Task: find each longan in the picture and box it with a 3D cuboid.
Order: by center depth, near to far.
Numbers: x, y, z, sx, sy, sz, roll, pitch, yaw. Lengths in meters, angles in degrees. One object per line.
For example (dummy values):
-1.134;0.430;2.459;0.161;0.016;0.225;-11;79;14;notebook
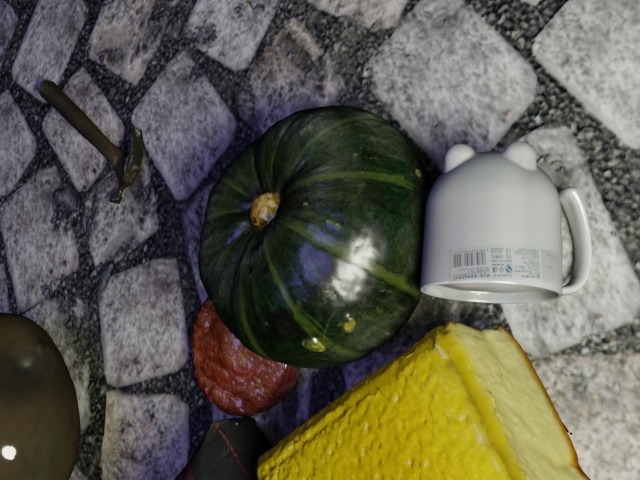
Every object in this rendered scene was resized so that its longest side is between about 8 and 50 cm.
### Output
-0.498;0.270;1.209;0.288;0.288;0.350;-35;57;28;longan

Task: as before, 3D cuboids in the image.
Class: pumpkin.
0.000;0.000;0.922;0.300;0.207;0.300;-21;53;31;pumpkin

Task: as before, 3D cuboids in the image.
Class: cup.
0.188;-0.016;0.798;0.173;0.134;0.142;3;78;6;cup

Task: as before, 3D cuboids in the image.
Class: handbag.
-0.113;0.347;0.992;0.169;0.155;0.215;44;107;24;handbag

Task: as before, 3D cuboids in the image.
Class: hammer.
-0.382;-0.182;1.333;0.297;0.027;0.125;40;108;33;hammer

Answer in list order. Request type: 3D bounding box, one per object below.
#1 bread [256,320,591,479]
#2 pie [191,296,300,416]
0.108;0.289;0.788;0.333;0.143;0.324;-41;54;30;bread
-0.102;0.139;1.076;0.182;0.049;0.182;-4;84;36;pie
